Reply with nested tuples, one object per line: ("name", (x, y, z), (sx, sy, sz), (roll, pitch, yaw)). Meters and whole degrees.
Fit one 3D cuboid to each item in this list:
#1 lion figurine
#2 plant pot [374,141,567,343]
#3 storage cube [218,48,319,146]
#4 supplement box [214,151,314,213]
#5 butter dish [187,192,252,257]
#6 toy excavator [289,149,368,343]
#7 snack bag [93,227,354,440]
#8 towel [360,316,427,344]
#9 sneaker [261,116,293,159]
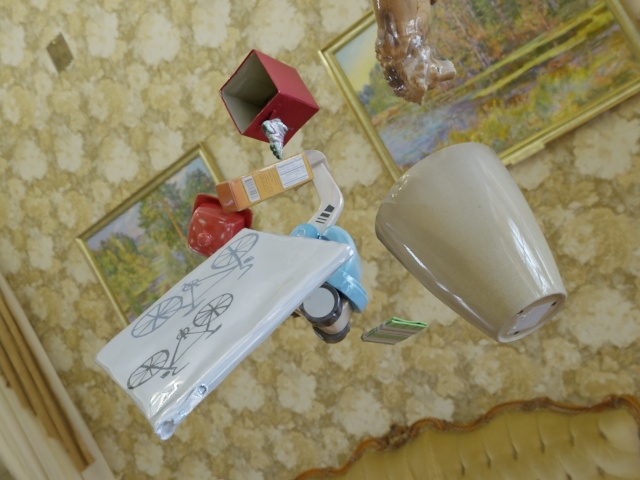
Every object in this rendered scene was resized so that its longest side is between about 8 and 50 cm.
("lion figurine", (0.135, -0.456, 1.012), (0.142, 0.392, 0.240), (-6, 44, 29))
("plant pot", (0.267, 0.023, 0.936), (0.256, 0.274, 0.256), (-20, -36, -15))
("storage cube", (-0.154, -0.421, 1.703), (0.183, 0.215, 0.193), (-42, -27, 27))
("supplement box", (-0.131, -0.140, 1.354), (0.233, 0.080, 0.078), (-25, 12, -35))
("butter dish", (-0.266, -0.016, 1.388), (0.118, 0.160, 0.160), (-52, -21, -67))
("toy excavator", (0.000, 0.000, 1.601), (0.445, 0.433, 0.222), (-53, -25, -15))
("snack bag", (-0.138, 0.094, 0.769), (0.323, 0.037, 0.342), (-42, 24, -23))
("towel", (0.187, 0.232, 1.451), (0.113, 0.023, 0.152), (11, -32, -26))
("sneaker", (-0.093, -0.250, 1.363), (0.069, 0.098, 0.038), (-30, 22, -25))
